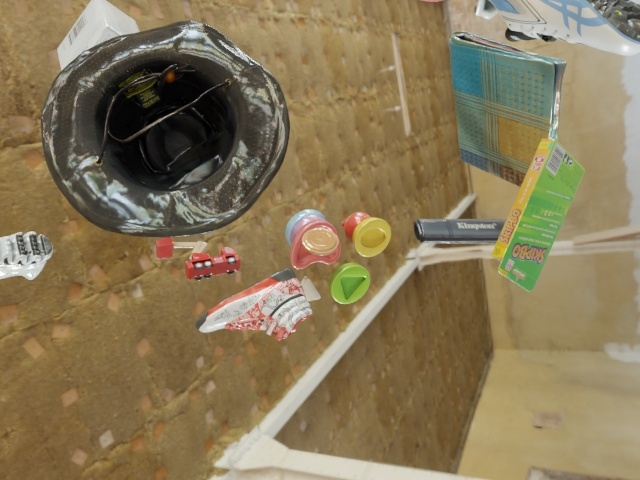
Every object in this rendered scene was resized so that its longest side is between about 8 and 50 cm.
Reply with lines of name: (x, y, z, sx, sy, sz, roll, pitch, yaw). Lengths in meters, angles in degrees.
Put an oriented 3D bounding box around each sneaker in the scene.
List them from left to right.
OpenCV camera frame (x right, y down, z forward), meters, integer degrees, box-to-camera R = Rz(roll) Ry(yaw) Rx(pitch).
sneaker: (-0.790, 0.040, 1.152, 0.292, 0.118, 0.110, 9, -139, -39)
sneaker: (-0.153, 0.189, 1.192, 0.145, 0.270, 0.090, 60, 171, 11)
sneaker: (0.266, -0.255, 0.564, 0.085, 0.237, 0.086, -6, -49, -26)

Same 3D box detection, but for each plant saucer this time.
plant saucer: (0.000, 0.000, 1.117, 0.083, 0.083, 0.013, -60, -17, -45)

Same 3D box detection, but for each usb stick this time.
usb stick: (0.367, -0.023, 1.228, 0.077, 0.277, 0.045, -98, 10, -52)

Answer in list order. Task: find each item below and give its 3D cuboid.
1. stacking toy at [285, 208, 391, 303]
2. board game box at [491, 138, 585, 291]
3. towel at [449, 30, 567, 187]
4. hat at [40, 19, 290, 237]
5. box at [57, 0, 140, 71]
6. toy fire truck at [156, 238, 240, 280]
stacking toy: (0.028, 0.038, 1.475, 0.308, 0.130, 0.280, 1, -65, -28)
board game box: (0.401, -0.043, 0.923, 0.124, 0.039, 0.260, 27, -96, -34)
towel: (0.414, -0.278, 1.130, 0.040, 0.271, 0.370, -41, -41, -14)
hat: (-0.197, -0.129, 0.678, 0.134, 0.330, 0.332, 87, -169, -67)
box: (-0.533, -0.460, 1.219, 0.119, 0.181, 0.182, 24, -152, -49)
toy fire truck: (-0.318, 0.040, 1.300, 0.191, 0.135, 0.047, -10, -46, -28)
